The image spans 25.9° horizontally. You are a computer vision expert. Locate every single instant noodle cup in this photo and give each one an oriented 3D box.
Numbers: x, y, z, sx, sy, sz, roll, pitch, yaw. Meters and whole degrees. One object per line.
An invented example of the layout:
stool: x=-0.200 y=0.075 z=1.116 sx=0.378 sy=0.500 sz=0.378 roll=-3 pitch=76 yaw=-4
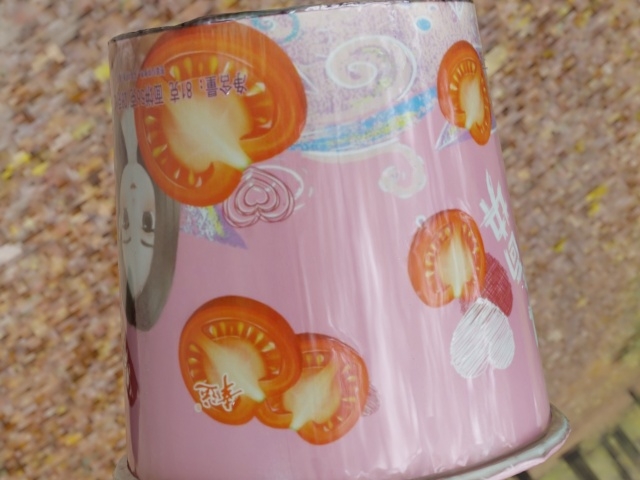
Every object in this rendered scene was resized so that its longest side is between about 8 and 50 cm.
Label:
instant noodle cup: x=0.000 y=0.000 z=0.725 sx=0.243 sy=0.231 sz=0.243 roll=-6 pitch=-175 yaw=1
